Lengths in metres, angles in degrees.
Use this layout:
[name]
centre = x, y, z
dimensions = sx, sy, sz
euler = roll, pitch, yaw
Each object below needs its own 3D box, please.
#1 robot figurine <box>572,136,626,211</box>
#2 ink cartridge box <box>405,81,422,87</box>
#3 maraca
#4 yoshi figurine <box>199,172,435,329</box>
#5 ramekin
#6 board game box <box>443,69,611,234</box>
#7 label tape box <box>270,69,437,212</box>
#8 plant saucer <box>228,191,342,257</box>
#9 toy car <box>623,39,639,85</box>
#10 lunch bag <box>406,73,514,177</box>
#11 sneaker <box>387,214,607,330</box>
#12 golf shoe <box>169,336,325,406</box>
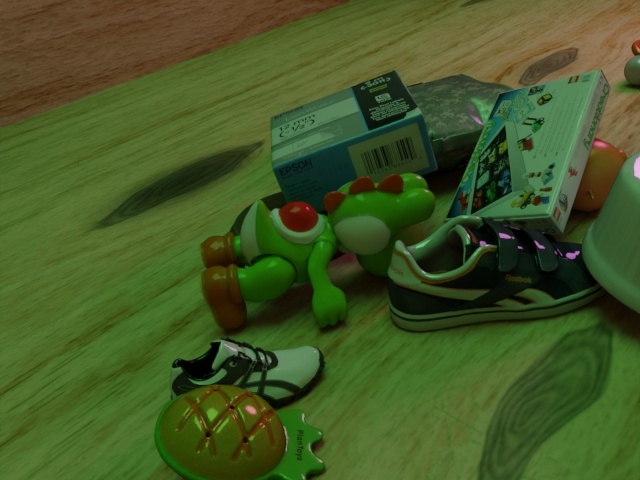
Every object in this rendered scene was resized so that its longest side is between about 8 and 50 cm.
[robot figurine]
centre = 0.431, -0.126, 1.100
dimensions = 0.158, 0.128, 0.219
euler = 16, 17, -27
[ink cartridge box]
centre = 0.088, -0.295, 1.501
dimensions = 0.275, 0.060, 0.239
euler = -16, 6, -10
[maraca]
centre = -0.085, 0.215, 0.687
dimensions = 0.186, 0.099, 0.127
euler = 12, 35, -10
[yoshi figurine]
centre = 0.011, 0.024, 0.973
dimensions = 0.363, 0.203, 0.203
euler = -21, -7, 6
[ramekin]
centre = 0.490, -0.010, 0.795
dimensions = 0.278, 0.135, 0.277
euler = 2, 35, -2
[board game box]
centre = 0.342, -0.141, 1.049
dimensions = 0.193, 0.053, 0.305
euler = -2, 53, 49
[label tape box]
centre = 0.041, -0.199, 1.133
dimensions = 0.249, 0.115, 0.347
euler = -20, 33, 6
[plant saucer]
centre = -0.042, -0.034, 1.184
dimensions = 0.278, 0.041, 0.277
euler = -8, 29, 4
[toy car]
centre = 0.849, -0.456, 1.547
dimensions = 0.159, 0.136, 0.182
euler = -28, 33, -30
[lunch bag]
centre = 0.266, -0.233, 1.308
dimensions = 0.236, 0.168, 0.287
euler = -17, 24, -11
[sneaker]
centre = 0.251, 0.033, 0.871
dimensions = 0.322, 0.127, 0.126
euler = -11, 27, -4
[golf shoe]
centre = -0.090, 0.160, 0.787
dimensions = 0.198, 0.093, 0.077
euler = -17, 28, -16
